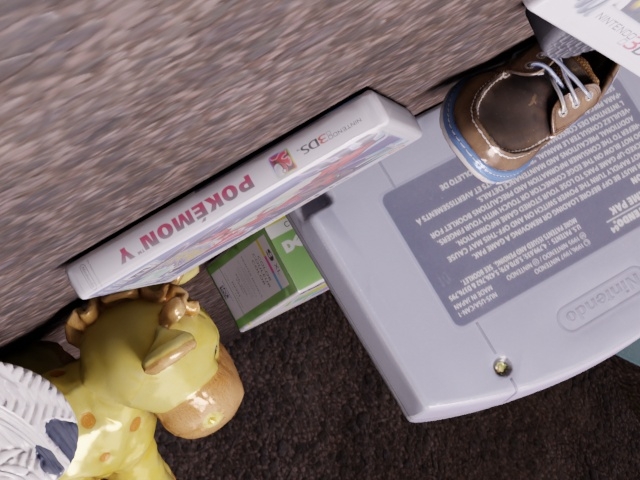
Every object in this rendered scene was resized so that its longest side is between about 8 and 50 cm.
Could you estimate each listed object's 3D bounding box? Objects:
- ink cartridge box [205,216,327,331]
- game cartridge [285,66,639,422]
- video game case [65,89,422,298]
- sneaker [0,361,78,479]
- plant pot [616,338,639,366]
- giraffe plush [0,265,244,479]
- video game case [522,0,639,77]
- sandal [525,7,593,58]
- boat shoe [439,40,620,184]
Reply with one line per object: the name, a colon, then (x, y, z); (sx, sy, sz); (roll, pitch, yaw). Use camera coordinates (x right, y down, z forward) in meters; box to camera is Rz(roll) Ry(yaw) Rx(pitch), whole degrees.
ink cartridge box: (0.000, 0.000, 1.332); (0.109, 0.062, 0.209); (-27, 176, -23)
game cartridge: (0.140, -0.011, 1.196); (0.297, 0.198, 0.062); (-27, 177, -24)
video game case: (-0.034, -0.024, 1.008); (0.183, 0.023, 0.201); (-30, 177, 8)
sneaker: (-0.263, 0.146, 1.041); (0.235, 0.094, 0.153); (-26, 177, -43)
plant pot: (0.276, -0.054, 1.452); (0.247, 0.248, 0.252); (-29, -167, -19)
giraffe plush: (-0.128, 0.096, 1.174); (0.170, 0.181, 0.210); (-40, 140, 12)
video game case: (0.204, -0.140, 0.834); (0.190, 0.022, 0.173); (-31, 158, 23)
sandal: (0.221, -0.163, 0.920); (0.254, 0.054, 0.097); (-19, 168, -11)
boat shoe: (0.132, -0.093, 1.106); (0.066, 0.066, 0.183); (-37, -177, 35)
